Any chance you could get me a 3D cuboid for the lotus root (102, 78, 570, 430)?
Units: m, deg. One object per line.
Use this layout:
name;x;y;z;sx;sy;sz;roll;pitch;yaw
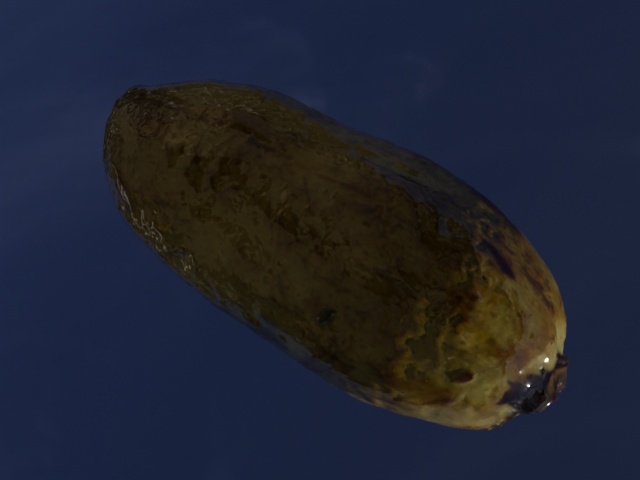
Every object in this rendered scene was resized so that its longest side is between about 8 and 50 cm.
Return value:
lotus root;0.000;0.000;0.652;0.258;0.097;0.110;29;-116;21
